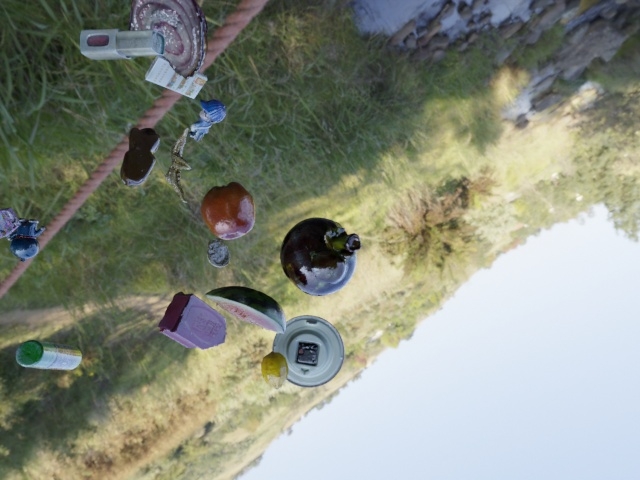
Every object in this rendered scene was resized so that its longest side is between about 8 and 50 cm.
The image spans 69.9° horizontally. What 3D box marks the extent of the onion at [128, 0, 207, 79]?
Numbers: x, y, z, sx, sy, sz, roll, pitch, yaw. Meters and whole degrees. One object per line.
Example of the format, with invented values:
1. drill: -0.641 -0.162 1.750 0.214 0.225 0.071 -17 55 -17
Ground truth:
1. onion: -0.463 -0.720 1.517 0.280 0.314 0.146 -42 -179 40

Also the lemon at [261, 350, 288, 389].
1. lemon: -0.187 0.531 1.876 0.114 0.155 0.114 -13 159 -5

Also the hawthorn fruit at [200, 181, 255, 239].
1. hawthorn fruit: -0.288 -0.092 1.455 0.189 0.189 0.189 -30 173 -4

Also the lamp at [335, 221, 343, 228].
1. lamp: 0.000 0.000 1.964 0.214 0.121 0.121 -36 175 -21

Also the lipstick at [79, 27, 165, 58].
1. lipstick: -0.583 -0.579 1.354 0.252 0.079 0.077 7 -175 17

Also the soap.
1. soap: -0.446 0.303 1.653 0.099 0.162 0.250 -3 147 30

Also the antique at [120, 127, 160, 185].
1. antique: -0.730 -0.342 1.851 0.121 0.257 0.143 15 166 -26

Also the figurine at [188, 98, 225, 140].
1. figurine: -0.334 -0.353 1.356 0.136 0.079 0.077 -60 180 25

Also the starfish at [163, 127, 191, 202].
1. starfish: -0.456 -0.252 1.480 0.062 0.277 0.236 9 140 -29

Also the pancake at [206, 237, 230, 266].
1. pancake: -0.509 0.060 2.285 0.025 0.152 0.151 -14 -175 39

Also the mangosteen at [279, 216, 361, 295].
1. mangosteen: 0.022 0.033 1.282 0.231 0.231 0.289 -23 179 -45

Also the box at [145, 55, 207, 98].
1. box: -0.595 -0.676 1.900 0.220 0.032 0.122 12 138 -44

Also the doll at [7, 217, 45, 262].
1. doll: -1.017 0.000 1.581 0.114 0.152 0.085 4 176 -12

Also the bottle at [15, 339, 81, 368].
1. bottle: -0.955 0.410 1.627 0.093 0.093 0.330 -28 169 -15

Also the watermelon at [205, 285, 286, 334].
1. watermelon: -0.176 0.185 1.189 0.119 0.245 0.063 -35 -145 35

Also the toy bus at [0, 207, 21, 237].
1. toy bus: -1.103 -0.046 1.500 0.273 0.090 0.112 -2 -150 33

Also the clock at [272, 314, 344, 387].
1. clock: -0.053 0.478 1.972 0.318 0.319 0.080 -31 178 4
